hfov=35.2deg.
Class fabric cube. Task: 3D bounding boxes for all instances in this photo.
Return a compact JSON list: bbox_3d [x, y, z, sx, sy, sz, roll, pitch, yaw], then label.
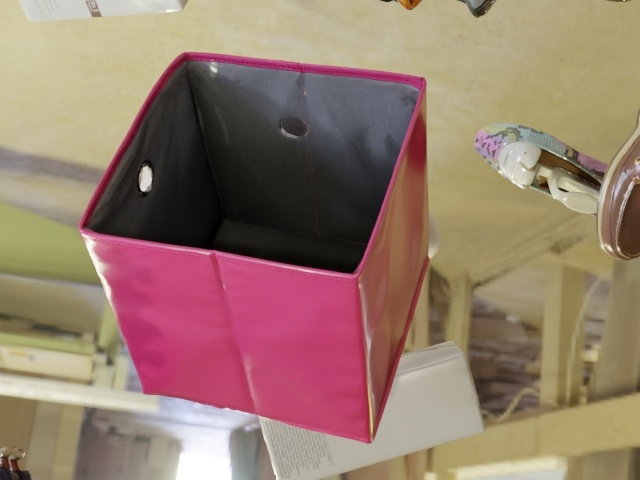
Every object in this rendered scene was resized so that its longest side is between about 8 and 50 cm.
[{"bbox_3d":[-0.043,0.003,0.982,0.259,0.254,0.258,9,141,14],"label":"fabric cube"}]

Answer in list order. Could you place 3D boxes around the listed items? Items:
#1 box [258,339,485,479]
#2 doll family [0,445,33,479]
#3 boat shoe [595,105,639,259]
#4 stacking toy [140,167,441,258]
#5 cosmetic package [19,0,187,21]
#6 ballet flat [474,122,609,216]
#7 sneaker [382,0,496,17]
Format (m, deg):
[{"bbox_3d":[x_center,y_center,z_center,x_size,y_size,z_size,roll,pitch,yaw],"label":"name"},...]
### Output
[{"bbox_3d":[0.064,0.223,1.307,0.275,0.113,0.094,-15,-174,0],"label":"box"},{"bbox_3d":[-0.280,0.242,0.867,0.076,0.111,0.193,-30,159,10],"label":"doll family"},{"bbox_3d":[0.296,-0.064,0.878,0.064,0.178,0.060,20,-175,-27],"label":"boat shoe"},{"bbox_3d":[-0.041,-0.063,1.589,0.480,0.350,0.350,13,163,-6],"label":"stacking toy"},{"bbox_3d":[-0.295,-0.367,1.349,0.231,0.085,0.117,0,136,17],"label":"cosmetic package"},{"bbox_3d":[0.291,-0.082,1.256,0.222,0.079,0.076,25,130,11],"label":"ballet flat"},{"bbox_3d":[0.054,-0.282,0.955,0.272,0.108,0.100,19,-177,23],"label":"sneaker"}]
